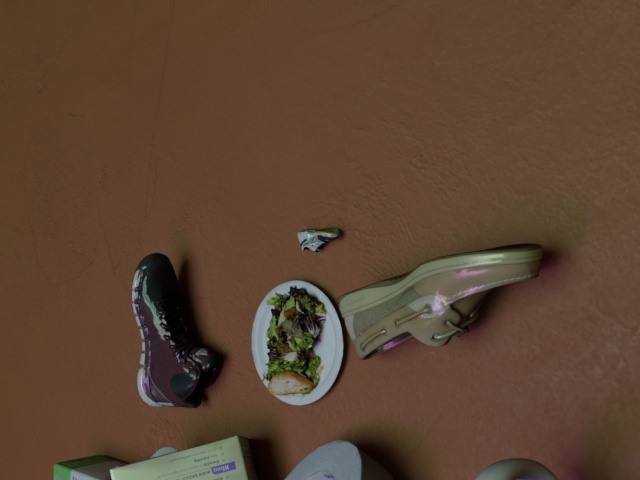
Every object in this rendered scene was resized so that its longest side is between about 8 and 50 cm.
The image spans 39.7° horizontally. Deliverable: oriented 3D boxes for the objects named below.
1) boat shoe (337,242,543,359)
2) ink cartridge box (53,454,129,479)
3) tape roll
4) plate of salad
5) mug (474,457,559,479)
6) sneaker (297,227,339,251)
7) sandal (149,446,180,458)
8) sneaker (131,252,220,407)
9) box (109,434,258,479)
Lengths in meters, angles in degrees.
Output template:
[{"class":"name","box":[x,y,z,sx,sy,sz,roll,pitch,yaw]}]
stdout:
[{"class":"boat shoe","box":[0.165,0.086,1.196,0.341,0.122,0.110,-24,76,48]},{"class":"ink cartridge box","box":[-0.376,0.526,1.638,0.273,0.115,0.198,2,89,41]},{"class":"tape roll","box":[0.005,0.394,1.255,0.219,0.072,0.219,-43,18,18]},{"class":"plate of salad","box":[-0.047,0.163,1.415,0.200,0.048,0.199,-3,86,42]},{"class":"mug","box":[0.245,0.426,0.958,0.276,0.328,0.373,-23,73,38]},{"class":"sneaker","box":[0.000,0.000,1.399,0.083,0.032,0.036,-3,100,46]},{"class":"sandal","box":[-0.205,0.474,1.515,0.102,0.076,0.265,-41,77,-7]},{"class":"sneaker","box":[-0.241,0.164,1.562,0.163,0.106,0.281,4,101,36]},{"class":"box","box":[-0.197,0.458,1.417,0.214,0.117,0.242,-15,74,0]}]
